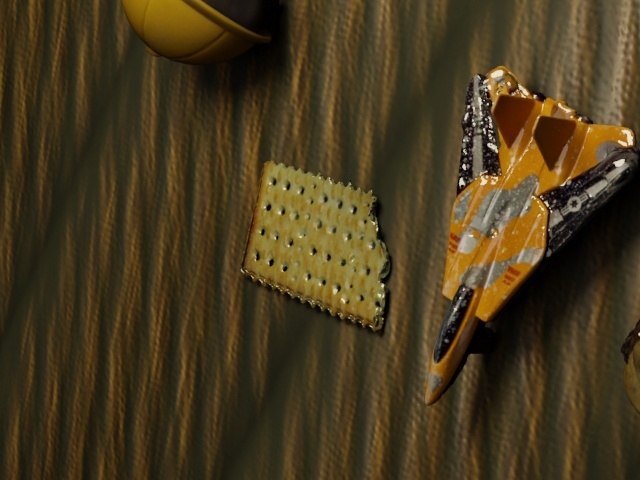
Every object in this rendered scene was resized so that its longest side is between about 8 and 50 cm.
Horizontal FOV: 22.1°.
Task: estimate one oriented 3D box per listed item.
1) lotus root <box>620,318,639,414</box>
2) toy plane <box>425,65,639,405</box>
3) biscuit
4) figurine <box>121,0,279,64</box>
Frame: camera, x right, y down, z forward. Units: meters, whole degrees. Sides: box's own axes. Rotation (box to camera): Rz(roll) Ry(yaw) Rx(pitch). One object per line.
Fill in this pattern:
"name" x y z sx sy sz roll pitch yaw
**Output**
"lotus root" 0.342 0.123 1.362 0.214 0.138 0.138 43 115 31
"toy plane" 0.170 0.014 1.532 0.204 0.103 0.316 33 116 38
"biscuit" -0.001 0.000 1.721 0.203 0.016 0.144 19 101 39
"figurine" -0.114 -0.309 1.735 0.167 0.192 0.256 -13 54 65
